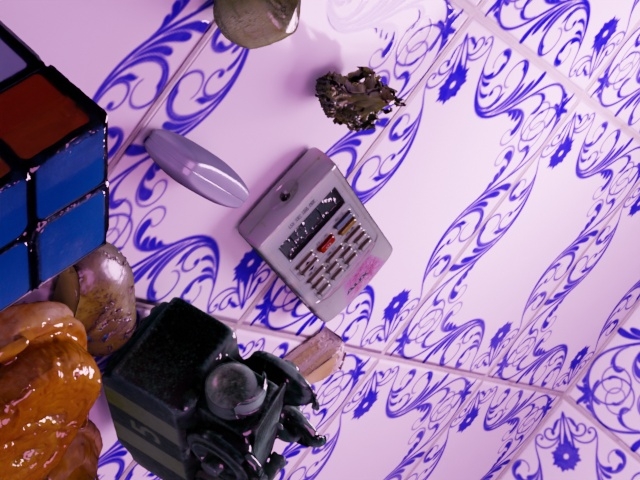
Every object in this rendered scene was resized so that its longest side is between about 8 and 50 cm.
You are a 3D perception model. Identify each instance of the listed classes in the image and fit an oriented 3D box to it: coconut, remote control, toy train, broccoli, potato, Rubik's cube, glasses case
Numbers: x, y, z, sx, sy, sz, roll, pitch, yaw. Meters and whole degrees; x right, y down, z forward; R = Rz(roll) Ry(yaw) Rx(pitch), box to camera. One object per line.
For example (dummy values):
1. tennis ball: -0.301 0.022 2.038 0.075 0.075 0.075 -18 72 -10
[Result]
1. coconut: -0.059 -0.234 1.844 0.096 0.088 0.088 -24 163 18
2. remote control: 0.001 0.001 2.347 0.145 0.050 0.344 -48 156 -3
3. toy train: -0.128 0.202 2.187 0.167 0.238 0.299 -52 162 -25
4. broccoli: 0.044 -0.165 2.126 0.092 0.097 0.095 -15 -150 46
5. potato: -0.242 0.072 2.025 0.119 0.054 0.198 -33 152 -28
6. Rubik's cube: -0.298 -0.058 1.568 0.183 0.180 0.167 -37 153 -31
7. glasses case: -0.130 -0.075 1.976 0.045 0.067 0.178 -53 157 3

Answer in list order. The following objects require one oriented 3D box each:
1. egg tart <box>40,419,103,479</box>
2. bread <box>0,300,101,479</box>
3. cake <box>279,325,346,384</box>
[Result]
1. egg tart: -0.353 0.345 2.153 0.319 0.128 0.319 -41 158 -21
2. bread: -0.330 0.172 1.935 0.198 0.120 0.236 -14 139 -56
3. cake: -0.022 0.178 2.571 0.121 0.052 0.065 -34 155 -33
